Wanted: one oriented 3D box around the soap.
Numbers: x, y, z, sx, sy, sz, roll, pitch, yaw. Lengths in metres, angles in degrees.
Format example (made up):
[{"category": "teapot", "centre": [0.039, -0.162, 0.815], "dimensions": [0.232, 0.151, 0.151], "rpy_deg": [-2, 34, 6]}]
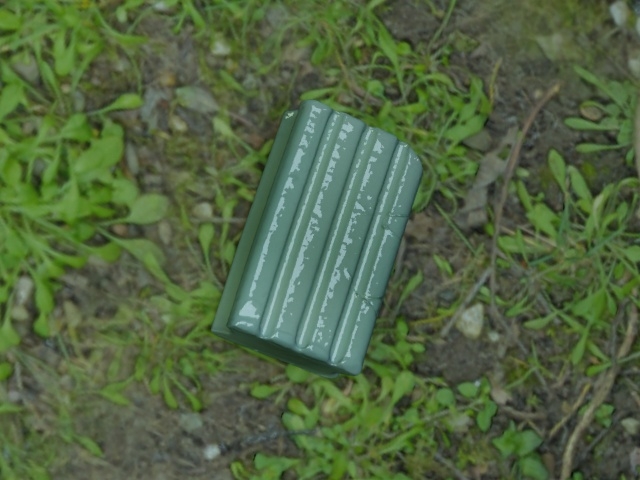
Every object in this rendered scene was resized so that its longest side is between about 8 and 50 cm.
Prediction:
[{"category": "soap", "centre": [0.000, 0.000, 1.331], "dimensions": [0.119, 0.066, 0.198], "rpy_deg": [23, 76, -19]}]
